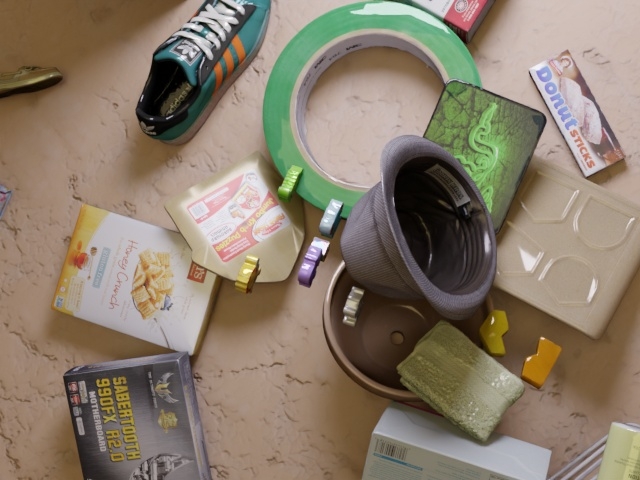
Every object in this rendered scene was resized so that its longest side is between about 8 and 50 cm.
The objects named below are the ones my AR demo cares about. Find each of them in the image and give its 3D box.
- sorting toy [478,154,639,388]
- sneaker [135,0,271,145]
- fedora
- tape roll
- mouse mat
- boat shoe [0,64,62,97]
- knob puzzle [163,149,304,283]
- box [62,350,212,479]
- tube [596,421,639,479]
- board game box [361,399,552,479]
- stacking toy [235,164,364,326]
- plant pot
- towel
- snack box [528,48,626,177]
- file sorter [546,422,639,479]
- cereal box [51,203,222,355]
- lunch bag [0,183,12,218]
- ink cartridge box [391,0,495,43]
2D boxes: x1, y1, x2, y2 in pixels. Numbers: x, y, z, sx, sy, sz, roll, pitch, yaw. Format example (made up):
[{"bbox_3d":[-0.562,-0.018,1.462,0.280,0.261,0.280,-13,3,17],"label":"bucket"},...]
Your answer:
[{"bbox_3d":[0.306,0.041,1.368,0.229,0.041,0.307,30,71,12],"label":"sorting toy"},{"bbox_3d":[-0.174,-0.282,1.476,0.108,0.121,0.302,30,92,10],"label":"sneaker"},{"bbox_3d":[0.113,-0.005,1.266,0.124,0.275,0.244,-23,94,35],"label":"fedora"},{"bbox_3d":[0.078,-0.185,1.449,0.321,0.077,0.321,-1,87,11],"label":"tape roll"},{"bbox_3d":[0.212,-0.117,1.376,0.152,0.007,0.190,23,89,10],"label":"mouse mat"},{"bbox_3d":[-0.483,-0.258,1.565,0.153,0.056,0.048,-10,89,17],"label":"boat shoe"},{"bbox_3d":[-0.110,-0.016,1.474,0.213,0.030,0.213,3,70,-8],"label":"knob puzzle"},{"bbox_3d":[-0.268,0.291,1.468,0.183,0.056,0.231,-8,97,10],"label":"box"},{"bbox_3d":[0.330,0.326,1.102,0.070,0.062,0.240,14,89,42],"label":"tube"},{"bbox_3d":[0.158,0.391,1.324,0.224,0.097,0.303,17,114,13],"label":"board game box"},{"bbox_3d":[0.000,0.000,1.347,0.167,0.052,0.221,17,61,9],"label":"stacking toy"},{"bbox_3d":[0.117,0.120,1.385,0.237,0.110,0.237,2,64,-4],"label":"plant pot"},{"bbox_3d":[0.183,0.182,1.287,0.148,0.027,0.110,39,67,12],"label":"towel"},{"bbox_3d":[0.369,-0.183,1.424,0.064,0.022,0.178,-27,82,7],"label":"snack box"},{"bbox_3d":[0.408,0.356,1.254,0.173,0.277,0.193,-38,81,4],"label":"file sorter"},{"bbox_3d":[-0.274,0.059,1.509,0.240,0.047,0.173,16,90,11],"label":"cereal box"},{"bbox_3d":[-0.541,-0.057,1.563,0.071,0.053,0.083,29,101,12],"label":"lunch bag"},{"bbox_3d":[0.174,-0.390,1.446,0.175,0.072,0.127,32,93,10],"label":"ink cartridge box"}]
